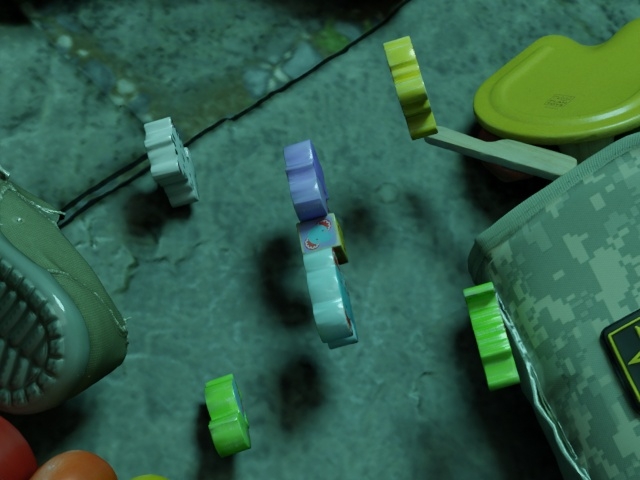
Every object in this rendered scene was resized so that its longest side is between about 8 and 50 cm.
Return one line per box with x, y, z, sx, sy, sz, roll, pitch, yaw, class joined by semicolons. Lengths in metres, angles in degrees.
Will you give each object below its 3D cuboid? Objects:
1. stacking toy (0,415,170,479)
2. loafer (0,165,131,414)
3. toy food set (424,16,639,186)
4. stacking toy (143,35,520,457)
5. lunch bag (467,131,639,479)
-0.068;0.165;0.626;0.330;0.141;0.141;20;54;8;stacking toy
-0.195;0.003;0.743;0.251;0.094;0.087;45;16;26;loafer
0.168;-0.072;0.874;0.128;0.071;0.218;15;40;40;toy food set
0.000;0.000;0.758;0.166;0.052;0.221;-17;59;5;stacking toy
0.246;0.058;0.739;0.287;0.169;0.235;-15;58;-13;lunch bag
